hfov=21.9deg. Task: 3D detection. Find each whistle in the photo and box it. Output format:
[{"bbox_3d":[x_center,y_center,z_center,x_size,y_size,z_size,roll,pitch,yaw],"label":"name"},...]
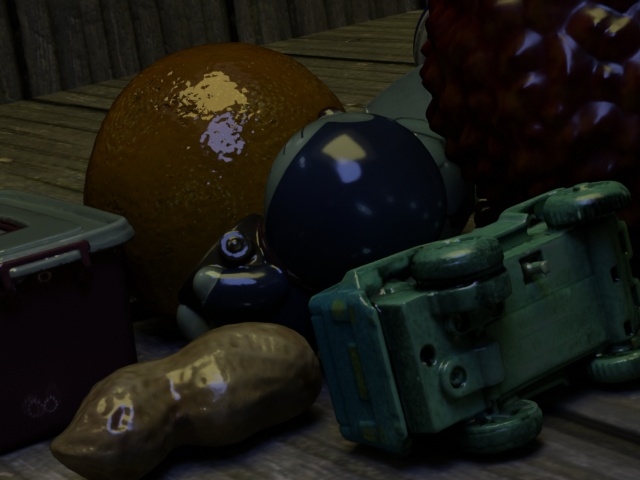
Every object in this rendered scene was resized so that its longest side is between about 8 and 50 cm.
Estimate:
[{"bbox_3d":[0.078,-0.078,1.721,0.163,0.163,0.289,-10,52,-6],"label":"whistle"}]

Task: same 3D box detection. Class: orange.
[{"bbox_3d":[-0.093,-0.052,1.578,0.274,0.274,0.274,-8,14,2],"label":"orange"}]

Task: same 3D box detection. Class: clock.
[{"bbox_3d":[0.000,0.000,1.375,0.243,0.146,0.199,-49,-12,27],"label":"clock"}]

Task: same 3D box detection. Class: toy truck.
[{"bbox_3d":[0.131,0.056,1.254,0.279,0.155,0.156,-21,11,-40],"label":"toy truck"}]

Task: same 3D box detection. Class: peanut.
[{"bbox_3d":[-0.103,0.124,1.260,0.228,0.085,0.104,-18,20,-29],"label":"peanut"}]

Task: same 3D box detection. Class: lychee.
[{"bbox_3d":[0.285,-0.159,1.521,0.500,0.424,0.424,-50,-3,24],"label":"lychee"}]

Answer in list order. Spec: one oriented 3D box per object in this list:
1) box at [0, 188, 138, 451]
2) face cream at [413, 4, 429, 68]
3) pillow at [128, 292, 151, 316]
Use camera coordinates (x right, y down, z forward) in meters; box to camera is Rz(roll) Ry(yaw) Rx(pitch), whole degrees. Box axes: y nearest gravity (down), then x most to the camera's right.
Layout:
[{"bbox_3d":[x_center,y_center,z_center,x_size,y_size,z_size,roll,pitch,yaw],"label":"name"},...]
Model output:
[{"bbox_3d":[-0.283,0.064,1.438,0.193,0.167,0.294,-19,17,-30],"label":"box"},{"bbox_3d":[0.236,-0.264,2.333,0.206,0.206,0.111,-9,18,-2],"label":"face cream"},{"bbox_3d":[-0.174,0.033,1.741,0.256,0.034,0.189,-15,21,-16],"label":"pillow"}]
